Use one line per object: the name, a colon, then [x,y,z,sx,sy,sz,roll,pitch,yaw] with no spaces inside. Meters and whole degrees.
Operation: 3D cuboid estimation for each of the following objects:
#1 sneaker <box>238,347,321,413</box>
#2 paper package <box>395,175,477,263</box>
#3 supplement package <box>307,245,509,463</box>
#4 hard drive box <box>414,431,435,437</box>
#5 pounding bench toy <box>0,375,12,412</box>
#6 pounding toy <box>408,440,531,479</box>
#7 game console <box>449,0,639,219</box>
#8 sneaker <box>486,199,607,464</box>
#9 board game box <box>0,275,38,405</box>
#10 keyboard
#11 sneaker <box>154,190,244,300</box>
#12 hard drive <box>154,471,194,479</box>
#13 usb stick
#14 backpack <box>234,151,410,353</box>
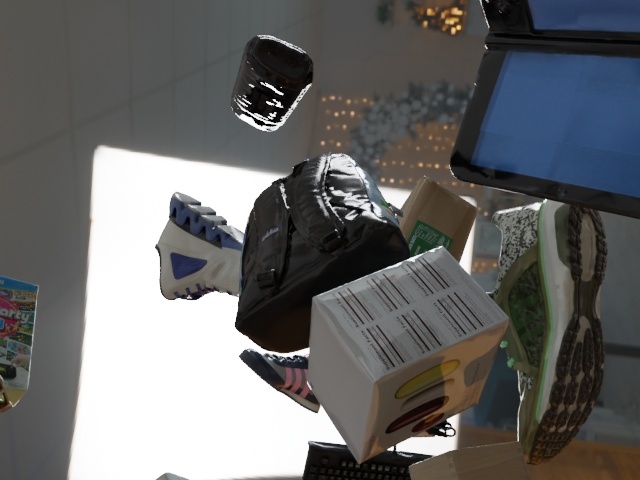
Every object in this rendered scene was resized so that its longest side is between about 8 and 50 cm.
sneaker: [-0.076,0.323,1.856,0.131,0.112,0.319,-53,-47,-5]
paper package: [0.212,0.067,1.738,0.325,0.168,0.309,-61,-2,-38]
supplement package: [0.107,0.150,0.968,0.149,0.203,0.194,52,152,37]
hard drive box: [0.170,0.296,1.578,0.232,0.089,0.181,45,-133,-36]
pounding bench toy: [-0.571,0.262,1.250,0.083,0.052,0.065,15,122,52]
pounding toy: [0.199,0.332,0.956,0.141,0.130,0.100,131,134,-54]
game console: [0.244,-0.180,0.691,0.173,0.293,0.250,-50,-47,-22]
sneaker: [0.318,0.123,1.104,0.158,0.182,0.411,19,-105,-42]
board game box: [-0.807,0.223,1.727,0.097,0.224,0.303,-43,42,33]
keyboard: [0.125,0.383,1.245,0.033,0.317,0.202,-175,97,-71]
sneaker: [-0.200,0.064,1.404,0.182,0.315,0.127,-57,-16,12]
hard drive: [-0.223,0.636,1.523,0.307,0.040,0.203,51,179,34]
usb stick: [-0.061,-0.174,0.839,0.045,0.077,0.278,-62,8,-5]
backpack: [0.000,0.000,1.217,0.273,0.290,0.356,46,-165,-40]
